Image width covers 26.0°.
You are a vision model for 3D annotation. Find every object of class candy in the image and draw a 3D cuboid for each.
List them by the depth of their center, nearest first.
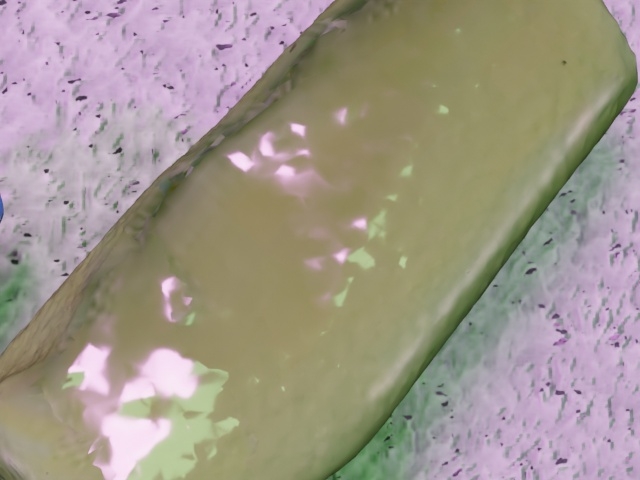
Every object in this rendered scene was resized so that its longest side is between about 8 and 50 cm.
[{"bbox_3d":[0.000,0.000,0.619,0.142,0.132,0.343,45,71,-5],"label":"candy"}]

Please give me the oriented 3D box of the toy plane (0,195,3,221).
[{"bbox_3d":[-0.236,0.075,0.601,0.254,0.105,0.271,-26,84,2],"label":"toy plane"}]
